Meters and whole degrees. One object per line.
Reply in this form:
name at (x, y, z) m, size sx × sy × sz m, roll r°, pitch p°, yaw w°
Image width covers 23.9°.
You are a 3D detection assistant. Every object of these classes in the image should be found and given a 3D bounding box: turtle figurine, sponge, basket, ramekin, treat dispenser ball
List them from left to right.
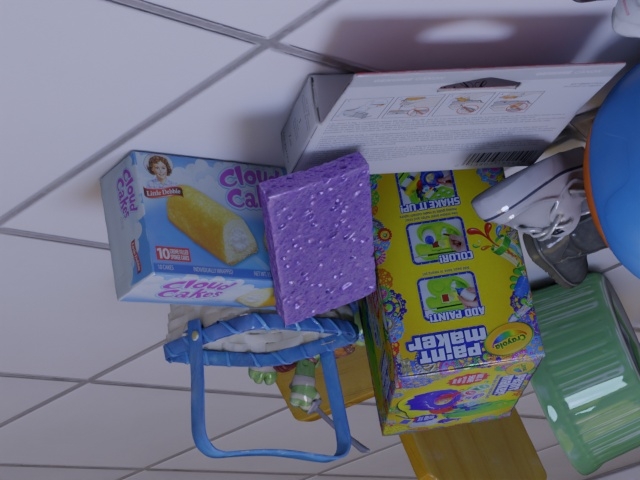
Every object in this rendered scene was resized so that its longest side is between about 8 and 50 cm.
basket at (-0.069, 0.141, 1.949) m, size 0.201 × 0.289 × 0.255 m, roll -27°, pitch 153°, yaw 38°
sponge at (0.000, 0.000, 1.651) m, size 0.117 × 0.031 × 0.210 m, roll -20°, pitch 138°, yaw -13°
turtle figurine at (0.023, 0.201, 2.242) m, size 0.274 × 0.198 × 0.266 m, roll 47°, pitch 154°, yaw -18°
ramekin at (0.420, 0.197, 2.344) m, size 0.148 × 0.303 × 0.303 m, roll -24°, pitch 157°, yaw 14°
treat dispenser ball at (0.425, -0.075, 1.607) m, size 0.288 × 0.288 × 0.288 m, roll -9°, pitch 160°, yaw -3°

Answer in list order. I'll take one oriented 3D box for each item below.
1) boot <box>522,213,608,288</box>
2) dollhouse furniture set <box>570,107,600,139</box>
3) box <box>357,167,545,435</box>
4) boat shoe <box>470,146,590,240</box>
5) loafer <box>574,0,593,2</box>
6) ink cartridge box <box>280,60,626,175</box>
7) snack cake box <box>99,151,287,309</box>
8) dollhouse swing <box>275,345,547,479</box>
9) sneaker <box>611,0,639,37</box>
boot at (0.409, -0.009, 2.117) m, size 0.208 × 0.076 × 0.190 m, roll -26°, pitch 157°, yaw 22°
dollhouse furniture set at (0.396, -0.083, 1.774) m, size 0.144 × 0.151 × 0.123 m, roll -20°, pitch 157°, yaw 22°
box at (0.145, 0.064, 1.864) m, size 0.177 × 0.279 × 0.290 m, roll -9°, pitch 159°, yaw -5°
boat shoe at (0.256, -0.043, 1.723) m, size 0.096 × 0.088 × 0.267 m, roll -29°, pitch 176°, yaw 25°
loafer at (0.337, -0.250, 1.351) m, size 0.303 × 0.095 × 0.109 m, roll -4°, pitch 142°, yaw -14°
ink cartridge box at (0.132, -0.148, 1.591) m, size 0.296 × 0.066 × 0.261 m, roll -4°, pitch 160°, yaw -18°
snack cake box at (-0.109, -0.007, 1.734) m, size 0.264 × 0.152 × 0.089 m, roll 4°, pitch 155°, yaw -35°
dollhouse swing at (0.155, 0.325, 2.538) m, size 0.347 × 0.305 × 0.315 m, roll 9°, pitch 152°, yaw -44°
sneaker at (0.391, -0.227, 1.501) m, size 0.232 × 0.090 × 0.115 m, roll 8°, pitch 161°, yaw -20°
